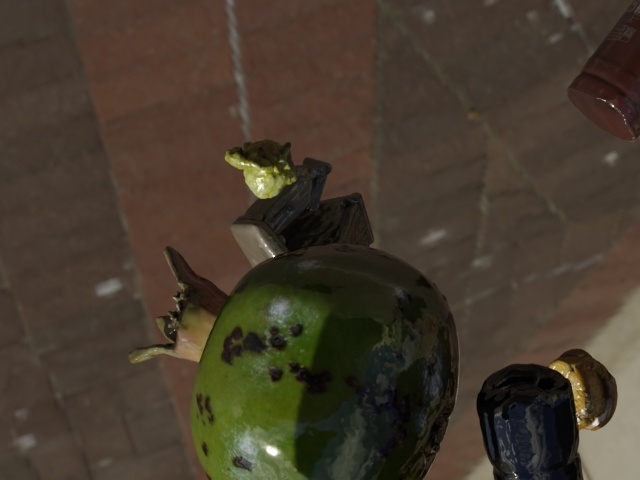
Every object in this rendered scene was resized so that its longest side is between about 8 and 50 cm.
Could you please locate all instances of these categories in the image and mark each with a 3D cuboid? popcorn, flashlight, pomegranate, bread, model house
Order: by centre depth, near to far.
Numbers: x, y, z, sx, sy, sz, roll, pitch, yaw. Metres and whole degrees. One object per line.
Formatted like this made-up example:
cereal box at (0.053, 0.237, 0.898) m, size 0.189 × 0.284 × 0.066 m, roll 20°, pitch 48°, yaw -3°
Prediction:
flashlight at (0.221, 0.302, 1.580) m, size 0.103 × 0.103 × 0.424 m, roll -18°, pitch 117°, yaw -11°
pomegranate at (-0.026, 0.120, 1.597) m, size 0.323 × 0.290 × 0.291 m, roll 31°, pitch 138°, yaw -4°
bread at (0.254, 0.148, 1.673) m, size 0.046 × 0.083 × 0.081 m, roll -15°, pitch 112°, yaw -44°
popcorn at (-0.064, -0.082, 1.863) m, size 0.083 × 0.068 × 0.060 m, roll 20°, pitch 159°, yaw -35°
model house at (-0.008, 0.002, 2.143) m, size 0.188 × 0.122 × 0.229 m, roll -50°, pitch 132°, yaw -26°

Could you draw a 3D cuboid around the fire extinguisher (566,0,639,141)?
fire extinguisher at (0.465, -0.294, 2.187) m, size 0.337 × 0.114 × 0.135 m, roll -53°, pitch -175°, yaw -5°
